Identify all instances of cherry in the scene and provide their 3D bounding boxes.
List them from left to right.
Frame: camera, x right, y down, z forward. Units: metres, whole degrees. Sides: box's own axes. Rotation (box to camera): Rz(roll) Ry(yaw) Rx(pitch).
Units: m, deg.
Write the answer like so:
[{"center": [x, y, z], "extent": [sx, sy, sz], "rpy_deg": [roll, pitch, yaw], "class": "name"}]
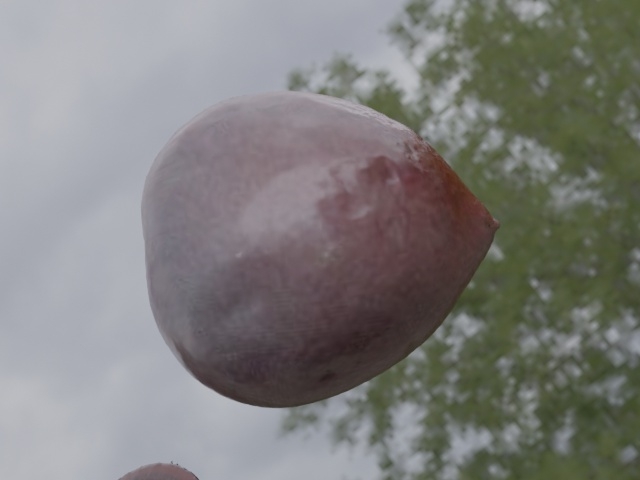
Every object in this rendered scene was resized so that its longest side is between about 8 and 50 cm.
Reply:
[{"center": [-0.010, -0.001, 1.246], "extent": [0.239, 0.239, 0.206], "rpy_deg": [-43, -41, 17], "class": "cherry"}]

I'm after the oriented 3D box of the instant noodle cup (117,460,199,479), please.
[{"center": [-0.096, 0.294, 1.182], "extent": [0.091, 0.274, 0.274], "rpy_deg": [18, -52, -32], "class": "instant noodle cup"}]
